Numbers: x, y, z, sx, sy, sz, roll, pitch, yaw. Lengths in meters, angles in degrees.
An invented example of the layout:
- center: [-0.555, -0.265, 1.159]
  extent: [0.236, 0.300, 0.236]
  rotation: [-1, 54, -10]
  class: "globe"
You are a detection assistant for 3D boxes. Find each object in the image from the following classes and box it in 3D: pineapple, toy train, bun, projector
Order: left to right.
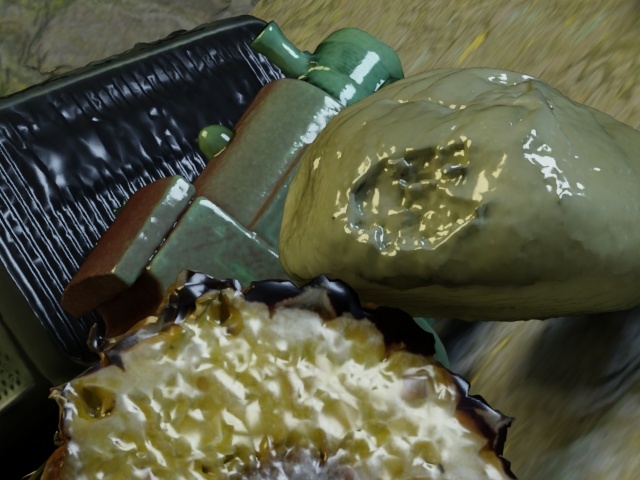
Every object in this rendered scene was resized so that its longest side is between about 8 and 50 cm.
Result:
- center: [-0.217, 0.030, 1.528]
  extent: [0.395, 0.242, 0.405]
  rotation: [-25, -8, -46]
  class: "projector"
- center: [-0.055, 0.173, 1.010]
  extent: [0.262, 0.262, 0.272]
  rotation: [-57, 3, -28]
  class: "pineapple"
- center: [0.000, 0.000, 1.216]
  extent: [0.304, 0.221, 0.150]
  rotation: [-56, 13, -26]
  class: "toy train"
- center: [0.089, -0.024, 1.029]
  extent: [0.220, 0.220, 0.134]
  rotation: [167, 107, -68]
  class: "bun"

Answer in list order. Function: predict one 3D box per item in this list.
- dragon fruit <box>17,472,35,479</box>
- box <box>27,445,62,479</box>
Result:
- center: [-0.221, 0.249, 1.471]
  extent: [0.121, 0.130, 0.142]
  rotation: [-115, 26, -67]
  class: "dragon fruit"
- center: [-0.162, 0.231, 1.315]
  extent: [0.240, 0.071, 0.159]
  rotation: [-47, 46, 13]
  class: "box"
